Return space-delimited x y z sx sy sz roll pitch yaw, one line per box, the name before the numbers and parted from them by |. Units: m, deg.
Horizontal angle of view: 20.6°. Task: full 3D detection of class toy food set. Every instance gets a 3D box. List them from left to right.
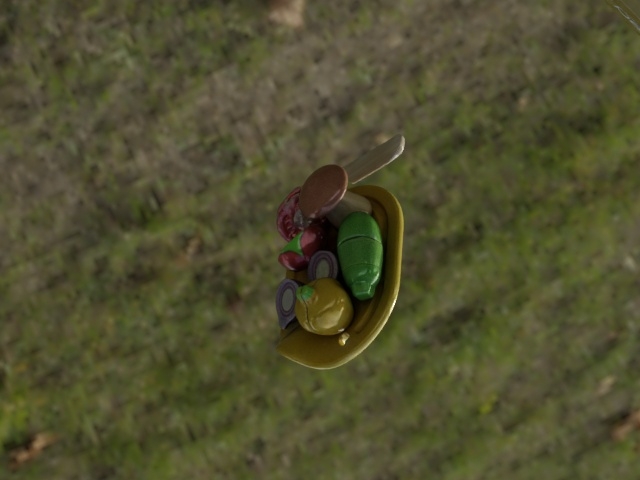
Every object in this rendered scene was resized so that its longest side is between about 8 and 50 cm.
toy food set | 0.000 0.000 1.482 0.128 0.218 0.071 -24 135 33

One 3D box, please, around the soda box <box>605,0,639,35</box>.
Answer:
soda box | 0.227 -0.182 1.225 0.058 0.181 0.061 -48 -166 5
